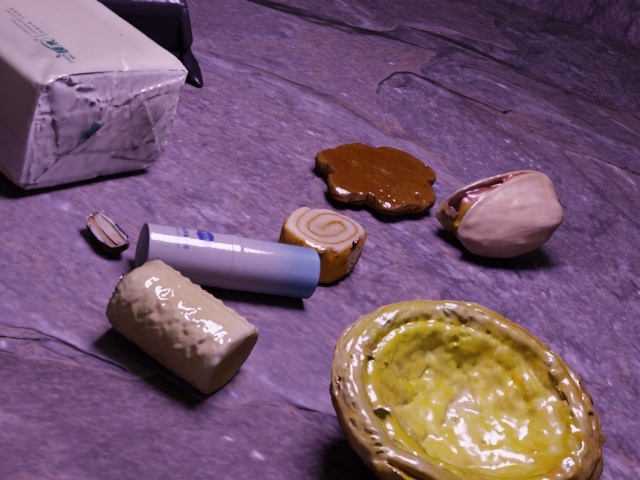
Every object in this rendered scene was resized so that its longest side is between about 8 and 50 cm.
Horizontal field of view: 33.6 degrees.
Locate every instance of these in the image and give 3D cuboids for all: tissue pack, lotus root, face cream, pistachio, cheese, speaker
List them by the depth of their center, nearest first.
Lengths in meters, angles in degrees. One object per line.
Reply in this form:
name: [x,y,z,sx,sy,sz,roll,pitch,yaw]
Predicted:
cheese: [-0.171,0.105,1.304,0.167,0.094,0.123,33,20,11]
lotus root: [-0.295,-0.006,1.470,0.037,0.030,0.083,-32,51,-22]
face cream: [-0.128,0.030,1.476,0.250,0.077,0.077,9,31,-24]
tissue pack: [-0.438,-0.264,1.628,0.380,0.207,0.297,36,30,25]
pistachio: [0.315,-0.047,1.856,0.229,0.157,0.157,-9,40,-26]
speaker: [-0.411,-0.413,2.010,0.388,0.184,0.180,2,31,-14]

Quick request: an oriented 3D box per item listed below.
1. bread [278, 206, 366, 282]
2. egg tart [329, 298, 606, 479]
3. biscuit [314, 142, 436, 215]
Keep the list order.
bread: [0.000,0.000,1.626,0.122,0.073,0.149,28,28,14]
egg tart: [0.166,0.221,1.268,0.345,0.132,0.345,11,40,-10]
biscuit: [0.105,-0.107,1.921,0.208,0.041,0.290,36,32,25]
